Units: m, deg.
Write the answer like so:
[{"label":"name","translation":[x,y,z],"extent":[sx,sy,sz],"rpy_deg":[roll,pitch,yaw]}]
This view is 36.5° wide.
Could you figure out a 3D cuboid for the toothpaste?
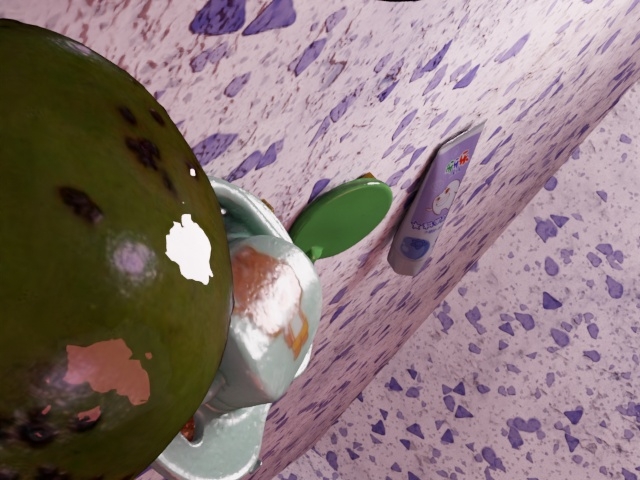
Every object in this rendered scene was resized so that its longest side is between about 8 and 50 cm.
[{"label":"toothpaste","translation":[0.204,-0.074,1.783],"extent":[0.125,0.080,0.371],"rpy_deg":[-31,153,-35]}]

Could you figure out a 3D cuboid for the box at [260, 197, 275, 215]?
[{"label":"box","translation":[-0.094,0.004,1.221],"extent":[0.090,0.023,0.133],"rpy_deg":[-43,167,-13]}]

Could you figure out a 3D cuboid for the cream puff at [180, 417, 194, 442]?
[{"label":"cream puff","translation":[-0.172,0.208,1.320],"extent":[0.240,0.164,0.240],"rpy_deg":[-41,172,-7]}]

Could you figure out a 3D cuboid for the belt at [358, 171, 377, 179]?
[{"label":"belt","translation":[0.057,-0.061,1.437],"extent":[0.083,0.036,0.059],"rpy_deg":[-47,167,19]}]

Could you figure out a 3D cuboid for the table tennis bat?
[{"label":"table tennis bat","translation":[0.000,0.000,1.405],"extent":[0.257,0.039,0.160],"rpy_deg":[-45,148,21]}]

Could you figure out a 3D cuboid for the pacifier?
[{"label":"pacifier","translation":[-0.148,0.085,0.990],"extent":[0.269,0.288,0.343],"rpy_deg":[-15,-156,29]}]

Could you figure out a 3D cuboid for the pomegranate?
[{"label":"pomegranate","translation":[-0.190,0.015,0.456],"extent":[0.291,0.291,0.323],"rpy_deg":[-43,166,-7]}]
